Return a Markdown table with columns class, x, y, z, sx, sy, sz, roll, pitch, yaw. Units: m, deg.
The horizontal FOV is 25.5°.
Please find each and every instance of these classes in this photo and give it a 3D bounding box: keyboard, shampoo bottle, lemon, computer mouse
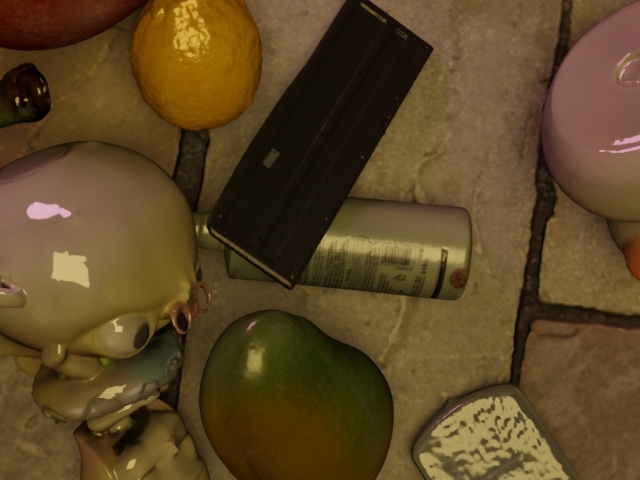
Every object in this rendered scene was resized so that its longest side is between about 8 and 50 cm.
| class | x | y | z | sx | sy | sz | roll | pitch | yaw |
| --- | --- | --- | --- | --- | --- | --- | --- | --- | --- |
| keyboard | -0.019 | -0.050 | 1.199 | 0.103 | 0.041 | 0.381 | 35 | 60 | -9 |
| shampoo bottle | 0.000 | 0.000 | 1.257 | 0.262 | 0.085 | 0.085 | 6 | 95 | -5 |
| lemon | -0.106 | -0.161 | 1.204 | 0.114 | 0.155 | 0.114 | -1 | 52 | 1 |
| computer mouse | 0.182 | 0.246 | 1.307 | 0.127 | 0.079 | 0.231 | -29 | 82 | -4 |

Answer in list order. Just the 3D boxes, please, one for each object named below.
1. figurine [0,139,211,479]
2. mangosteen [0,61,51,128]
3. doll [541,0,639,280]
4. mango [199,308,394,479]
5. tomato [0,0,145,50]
| class | x | y | z | sx | sy | sz | roll | pitch | yaw |
| --- | --- | --- | --- | --- | --- | --- | --- | --- | --- |
| figurine | -0.203 | 0.112 | 1.222 | 0.274 | 0.226 | 0.394 | -5 | 115 | 30 |
| mangosteen | -0.362 | -0.078 | 1.142 | 0.289 | 0.231 | 0.231 | -3 | 96 | -2 |
| doll | 0.311 | -0.082 | 1.241 | 0.221 | 0.221 | 0.251 | 21 | 66 | -7 |
| mango | -0.020 | 0.149 | 1.208 | 0.156 | 0.251 | 0.114 | -42 | 56 | -1 |
| tomato | -0.241 | -0.278 | 1.118 | 0.264 | 0.265 | 0.265 | -1 | 96 | -5 |
